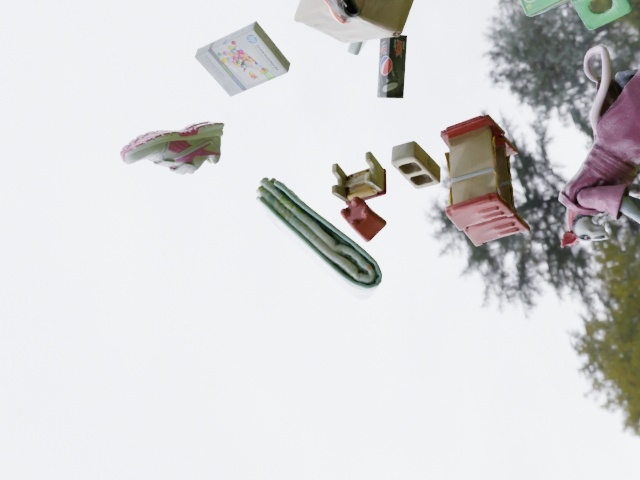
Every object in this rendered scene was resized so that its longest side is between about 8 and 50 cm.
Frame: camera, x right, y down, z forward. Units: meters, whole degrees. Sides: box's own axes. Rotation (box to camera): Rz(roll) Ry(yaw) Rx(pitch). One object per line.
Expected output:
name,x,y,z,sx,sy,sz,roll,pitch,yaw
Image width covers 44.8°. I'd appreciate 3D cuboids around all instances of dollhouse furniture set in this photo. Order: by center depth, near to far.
dollhouse furniture set,0.213,-0.089,1.583,0.152,0.374,0.201,37,-133,-46

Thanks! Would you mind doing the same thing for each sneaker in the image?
sneaker,0.026,-0.495,1.523,0.158,0.064,0.061,39,-109,-31
sneaker,-0.328,-0.198,1.771,0.252,0.103,0.111,-15,-73,-25

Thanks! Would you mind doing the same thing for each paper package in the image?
paper package,0.106,-0.645,1.820,0.168,0.309,0.325,19,-89,-26

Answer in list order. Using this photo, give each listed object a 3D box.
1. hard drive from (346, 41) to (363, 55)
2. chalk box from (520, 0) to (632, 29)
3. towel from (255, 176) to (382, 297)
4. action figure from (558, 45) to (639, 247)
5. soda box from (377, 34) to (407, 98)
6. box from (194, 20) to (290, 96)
hard drive,0.164,-0.736,2.375,0.040,0.308,0.203,22,-151,1
chalk box,0.442,-0.512,1.356,0.179,0.180,0.289,-29,-83,-39
towel,0.000,0.000,1.954,0.374,0.090,0.320,43,176,6
action figure,0.552,-0.150,1.479,0.275,0.370,0.248,32,-169,-1
soda box,0.192,-0.467,2.091,0.060,0.053,0.169,-4,-78,-27
box,-0.188,-0.437,1.887,0.145,0.186,0.038,46,-140,-38
